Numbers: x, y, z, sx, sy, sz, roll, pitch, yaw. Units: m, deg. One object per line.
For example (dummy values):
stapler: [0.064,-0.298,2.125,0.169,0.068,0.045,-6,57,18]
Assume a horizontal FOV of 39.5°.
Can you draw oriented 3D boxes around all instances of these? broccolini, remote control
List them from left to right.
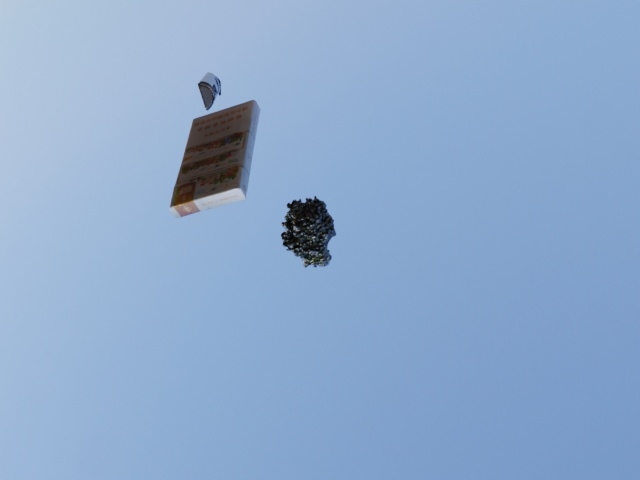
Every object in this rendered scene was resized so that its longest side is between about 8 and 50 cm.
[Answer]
remote control: [-0.118,-0.164,0.968,0.016,0.034,0.091,-16,-161,4]
broccolini: [-0.017,0.011,1.099,0.068,0.202,0.091,-30,-106,-11]

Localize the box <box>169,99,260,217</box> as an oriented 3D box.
box: [-0.163,-0.131,1.397,0.122,0.032,0.220,-14,-138,17]
